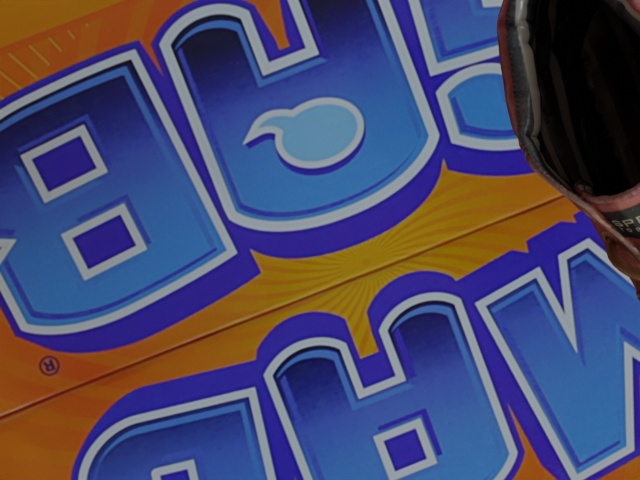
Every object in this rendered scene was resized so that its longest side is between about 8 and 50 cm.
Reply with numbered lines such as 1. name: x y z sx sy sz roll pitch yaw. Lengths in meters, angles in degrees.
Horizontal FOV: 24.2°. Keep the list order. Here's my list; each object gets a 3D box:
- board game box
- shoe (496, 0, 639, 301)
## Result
1. board game box: 0.000 0.000 0.761 0.356 0.356 0.356 -21 -84 -3
2. shoe: 0.102 0.003 0.408 0.063 0.081 0.178 -28 -107 32
